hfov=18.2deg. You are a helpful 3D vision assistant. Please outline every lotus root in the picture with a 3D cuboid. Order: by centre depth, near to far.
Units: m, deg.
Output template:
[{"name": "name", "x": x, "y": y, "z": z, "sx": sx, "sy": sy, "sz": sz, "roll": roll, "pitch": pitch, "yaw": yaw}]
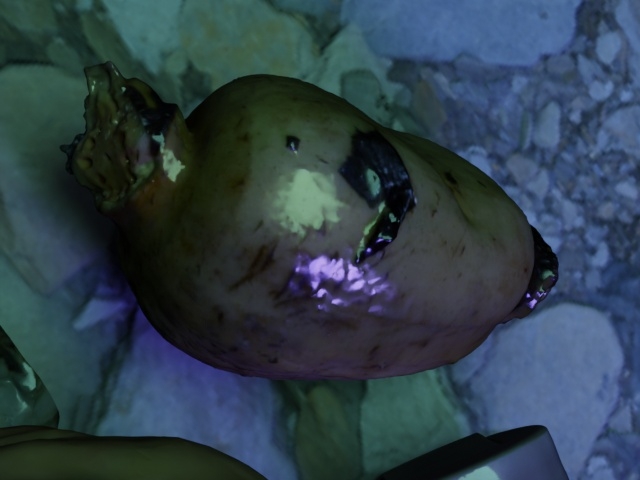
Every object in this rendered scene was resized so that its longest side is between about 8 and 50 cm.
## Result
[{"name": "lotus root", "x": 0.000, "y": 0.000, "z": 0.951, "sx": 0.257, "sy": 0.154, "sz": 0.140, "roll": 14, "pitch": 66, "yaw": -27}]

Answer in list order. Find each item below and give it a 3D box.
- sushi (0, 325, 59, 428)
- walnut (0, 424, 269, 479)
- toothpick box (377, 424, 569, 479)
[{"name": "sushi", "x": -0.207, "y": 0.047, "z": 0.869, "sx": 0.109, "sy": 0.134, "sz": 0.273, "roll": -39, "pitch": 112, "yaw": -15}, {"name": "walnut", "x": -0.089, "y": 0.253, "z": 0.746, "sx": 0.383, "sy": 0.383, "sz": 0.384, "roll": 6, "pitch": 75, "yaw": -25}, {"name": "toothpick box", "x": 0.092, "y": 0.190, "z": 0.977, "sx": 0.111, "sy": 0.111, "sz": 0.181, "roll": -21, "pitch": 89, "yaw": -29}]
